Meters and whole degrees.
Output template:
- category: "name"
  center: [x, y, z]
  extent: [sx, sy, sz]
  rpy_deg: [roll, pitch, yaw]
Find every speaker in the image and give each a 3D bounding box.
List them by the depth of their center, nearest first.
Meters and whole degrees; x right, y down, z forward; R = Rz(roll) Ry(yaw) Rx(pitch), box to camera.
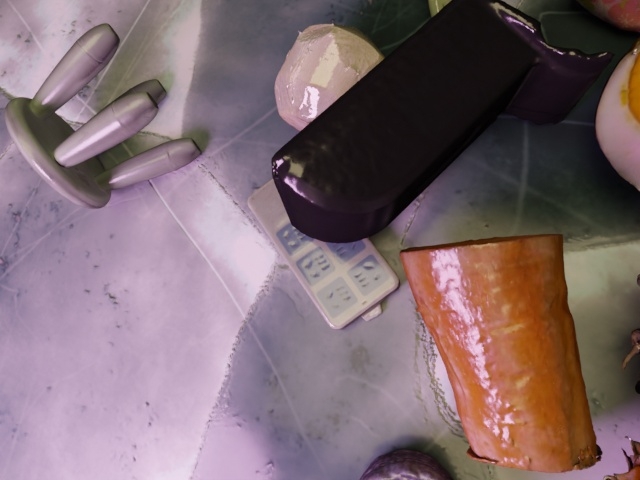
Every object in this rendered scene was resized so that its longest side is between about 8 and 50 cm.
- category: "speaker"
  center: [0.141, -0.128, 0.572]
  extent: [0.388, 0.180, 0.184]
  rpy_deg: [-43, 74, -9]

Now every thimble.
- category: "thimble"
  center: [0.106, 0.334, 0.542]
  extent: [0.149, 0.098, 0.150]
  rpy_deg: [-3, 78, 13]

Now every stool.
- category: "stool"
  center: [-0.332, -0.178, 0.704]
  extent: [0.198, 0.195, 0.195]
  rpy_deg: [-32, 73, 3]

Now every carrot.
- category: "carrot"
  center: [0.206, 0.121, 0.538]
  extent: [0.195, 0.196, 0.255]
  rpy_deg: [-9, 86, 11]

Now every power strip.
- category: "power strip"
  center: [0.000, 0.000, 0.667]
  extent: [0.118, 0.046, 0.271]
  rpy_deg: [-37, 72, 3]

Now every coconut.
- category: "coconut"
  center: [0.021, -0.230, 0.653]
  extent: [0.160, 0.161, 0.162]
  rpy_deg: [25, 92, 17]

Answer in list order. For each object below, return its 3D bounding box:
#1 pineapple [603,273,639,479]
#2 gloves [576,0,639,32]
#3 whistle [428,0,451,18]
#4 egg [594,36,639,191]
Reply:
- category: "pineapple"
  center: [0.399, 0.152, 0.442]
  extent: [0.262, 0.262, 0.272]
  rpy_deg: [-4, 71, 12]
- category: "gloves"
  center: [0.472, -0.355, 0.600]
  extent: [0.241, 0.126, 0.145]
  rpy_deg: [15, 77, 23]
- category: "whistle"
  center: [0.179, -0.455, 0.679]
  extent: [0.141, 0.141, 0.294]
  rpy_deg: [-13, 77, 10]
- category: "egg"
  center: [0.489, -0.142, 0.527]
  extent: [0.264, 0.174, 0.286]
  rpy_deg: [-59, 43, 13]
